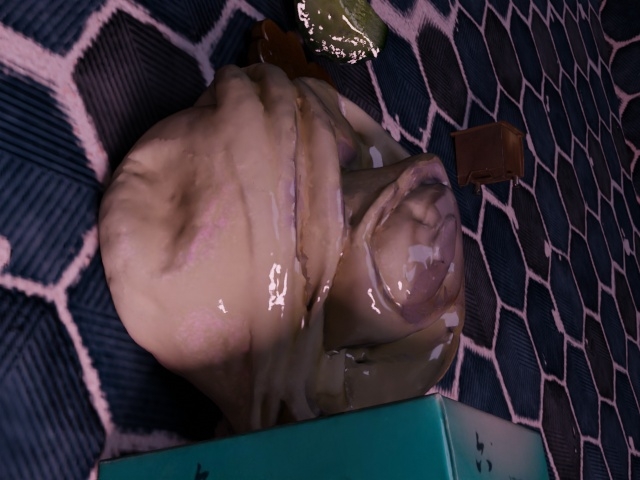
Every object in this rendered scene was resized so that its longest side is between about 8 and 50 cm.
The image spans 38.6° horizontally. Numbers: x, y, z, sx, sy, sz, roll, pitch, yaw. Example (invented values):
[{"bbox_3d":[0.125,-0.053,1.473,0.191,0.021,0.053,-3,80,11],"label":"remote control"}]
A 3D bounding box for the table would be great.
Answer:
[{"bbox_3d":[0.236,-0.112,1.281,0.070,0.083,0.082,18,68,-54],"label":"table"}]

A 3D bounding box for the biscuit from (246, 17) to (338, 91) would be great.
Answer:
[{"bbox_3d":[-0.019,-0.138,0.895,0.175,0.026,0.124,50,34,-39],"label":"biscuit"}]

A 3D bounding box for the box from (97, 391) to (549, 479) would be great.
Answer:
[{"bbox_3d":[0.002,0.169,0.555,0.153,0.245,0.092,30,50,-53],"label":"box"}]

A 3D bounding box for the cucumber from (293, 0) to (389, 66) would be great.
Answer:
[{"bbox_3d":[0.014,-0.235,0.945,0.116,0.062,0.115,47,21,-17],"label":"cucumber"}]

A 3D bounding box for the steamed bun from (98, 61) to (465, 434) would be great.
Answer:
[{"bbox_3d":[0.000,0.000,0.677,0.280,0.207,0.268,58,33,-24],"label":"steamed bun"}]
